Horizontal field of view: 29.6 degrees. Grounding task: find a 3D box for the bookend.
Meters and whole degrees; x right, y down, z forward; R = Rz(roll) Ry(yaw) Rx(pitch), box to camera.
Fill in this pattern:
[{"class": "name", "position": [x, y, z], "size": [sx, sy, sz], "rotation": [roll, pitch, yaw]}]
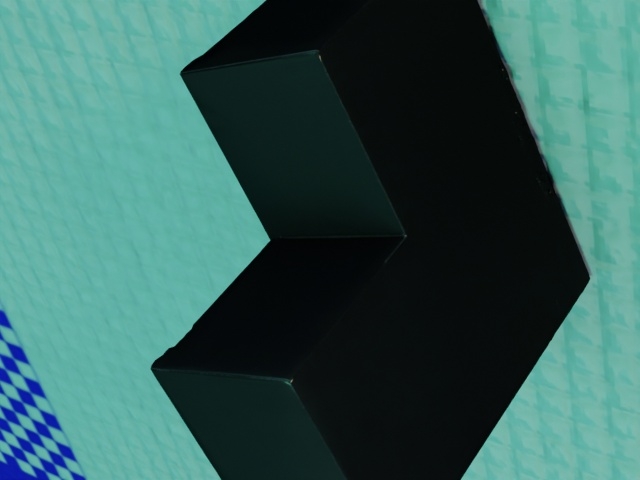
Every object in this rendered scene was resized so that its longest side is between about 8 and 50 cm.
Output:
[{"class": "bookend", "position": [0.000, 0.000, 0.384], "size": [0.072, 0.157, 0.156], "rotation": [-1, 127, 42]}]
